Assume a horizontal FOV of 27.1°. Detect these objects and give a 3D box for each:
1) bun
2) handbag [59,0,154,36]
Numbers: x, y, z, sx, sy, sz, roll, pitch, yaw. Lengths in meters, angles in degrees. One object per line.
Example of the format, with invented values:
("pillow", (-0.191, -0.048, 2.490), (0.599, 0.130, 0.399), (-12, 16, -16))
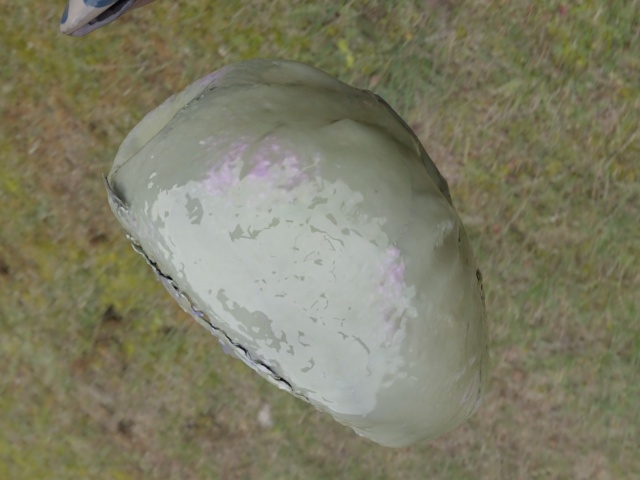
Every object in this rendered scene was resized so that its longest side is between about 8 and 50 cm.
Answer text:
("bun", (0.002, 0.002, 0.790), (0.273, 0.273, 0.168), (44, 90, -8))
("handbag", (-0.136, -0.276, 0.894), (0.190, 0.251, 0.193), (40, 140, -12))
